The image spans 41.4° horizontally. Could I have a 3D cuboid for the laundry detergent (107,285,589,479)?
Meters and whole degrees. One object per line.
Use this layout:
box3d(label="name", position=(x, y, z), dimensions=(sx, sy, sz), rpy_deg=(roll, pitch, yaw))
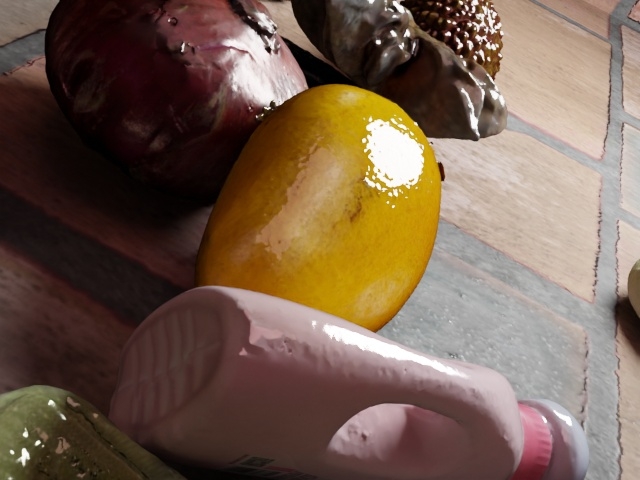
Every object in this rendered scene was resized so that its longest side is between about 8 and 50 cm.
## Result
box3d(label="laundry detergent", position=(0.045, 0.113, 0.537), dimensions=(0.335, 0.159, 0.088), rpy_deg=(20, 58, -35))

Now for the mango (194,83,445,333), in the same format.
box3d(label="mango", position=(0.000, 0.000, 0.657), dimensions=(0.138, 0.187, 0.257), rpy_deg=(3, 42, 30))

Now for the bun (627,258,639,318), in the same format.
box3d(label="bun", position=(0.459, 0.083, 0.924), dimensions=(0.237, 0.116, 0.210), rpy_deg=(19, 33, -11))

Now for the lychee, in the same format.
box3d(label="lychee", position=(0.169, -0.267, 1.164), dimensions=(0.188, 0.188, 0.188), rpy_deg=(20, 32, -13))

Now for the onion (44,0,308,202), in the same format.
box3d(label="onion", position=(-0.117, -0.142, 0.747), dimensions=(0.246, 0.190, 0.246), rpy_deg=(37, 25, -21))

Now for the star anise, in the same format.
box3d(label="star anise", position=(0.080, -0.210, 0.944), dimensions=(0.315, 0.108, 0.315), rpy_deg=(40, 10, -9))

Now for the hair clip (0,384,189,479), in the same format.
box3d(label="hair clip", position=(-0.051, 0.200, 0.397), dimensions=(0.321, 0.091, 0.138), rpy_deg=(37, 27, -5))

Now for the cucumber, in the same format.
box3d(label="cucumber", position=(-0.009, -0.177, 0.991), dimensions=(0.241, 0.074, 0.074), rpy_deg=(31, 31, 2))
